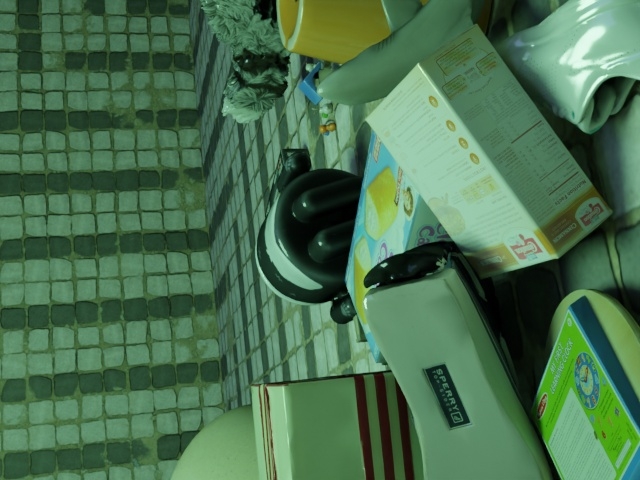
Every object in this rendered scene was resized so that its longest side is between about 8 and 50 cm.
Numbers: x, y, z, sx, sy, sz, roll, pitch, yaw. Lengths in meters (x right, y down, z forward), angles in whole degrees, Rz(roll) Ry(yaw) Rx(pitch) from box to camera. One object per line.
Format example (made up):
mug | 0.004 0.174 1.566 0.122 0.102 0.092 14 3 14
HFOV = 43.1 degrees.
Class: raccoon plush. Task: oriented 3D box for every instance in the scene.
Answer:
raccoon plush | -0.117 -0.446 1.350 0.446 0.216 0.299 -43 44 50

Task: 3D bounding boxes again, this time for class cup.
cup | -0.030 0.416 1.203 0.237 0.331 0.331 -9 84 49

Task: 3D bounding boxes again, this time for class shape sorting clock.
shape sorting clock | 0.220 0.140 0.633 0.206 0.040 0.206 173 90 -80

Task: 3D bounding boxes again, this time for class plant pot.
plant pot | 0.056 -0.268 0.878 0.205 0.188 0.205 177 90 -75

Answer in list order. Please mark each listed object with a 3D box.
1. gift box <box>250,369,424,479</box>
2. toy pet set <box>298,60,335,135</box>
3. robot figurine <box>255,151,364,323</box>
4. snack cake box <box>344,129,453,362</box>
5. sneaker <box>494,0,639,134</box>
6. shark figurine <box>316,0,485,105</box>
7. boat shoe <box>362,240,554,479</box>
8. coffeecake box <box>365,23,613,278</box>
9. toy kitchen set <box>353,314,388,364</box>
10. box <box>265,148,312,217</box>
gift box | 0.030 0.287 0.950 0.255 0.276 0.258 132 131 -76
toy pet set | -0.009 -0.245 1.363 0.114 0.065 0.122 165 101 -75
robot figurine | 0.001 -0.002 1.182 0.278 0.174 0.209 130 158 -69
snack cake box | 0.105 -0.001 0.944 0.152 0.089 0.264 -109 21 -47
sneaker | 0.192 -0.124 0.637 0.212 0.080 0.094 153 102 -72
shark figurine | 0.120 -0.227 0.738 0.116 0.166 0.278 -102 29 -58
boat shoe | 0.155 0.154 0.787 0.158 0.127 0.340 -34 -72 -63
coffeecake box | 0.135 -0.067 0.691 0.185 0.068 0.142 54 163 -1
toy kitchen set | 0.083 0.137 1.061 0.075 0.083 0.068 119 145 -63
box | -0.056 -0.040 1.597 0.231 0.056 0.183 109 154 -56
